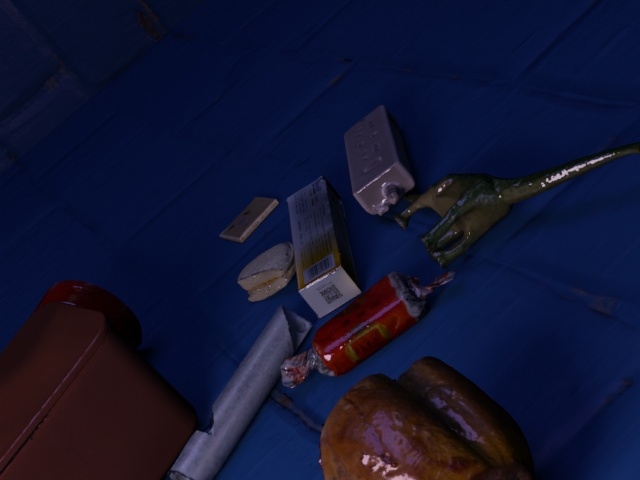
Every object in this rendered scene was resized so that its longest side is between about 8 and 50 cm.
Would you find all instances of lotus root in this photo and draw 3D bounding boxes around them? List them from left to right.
[{"bbox_3d":[0.124,0.224,1.005,0.188,0.199,0.180,-52,26,-13],"label":"lotus root"}]

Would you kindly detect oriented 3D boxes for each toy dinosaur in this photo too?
[{"bbox_3d":[0.255,-0.091,1.429,0.301,0.087,0.447,-43,22,3],"label":"toy dinosaur"}]

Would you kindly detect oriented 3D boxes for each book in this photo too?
[{"bbox_3d":[-0.137,-0.041,1.909,0.111,0.014,0.077,-48,29,-20],"label":"book"}]

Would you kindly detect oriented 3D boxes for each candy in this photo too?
[{"bbox_3d":[0.064,0.117,1.388,0.292,0.059,0.086,-36,29,5],"label":"candy"}]

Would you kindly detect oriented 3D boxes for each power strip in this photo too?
[{"bbox_3d":[0.099,-0.139,1.711,0.098,0.058,0.338,-35,23,14],"label":"power strip"}]

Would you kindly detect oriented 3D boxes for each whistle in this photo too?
[{"bbox_3d":[-0.110,0.222,1.429,0.062,0.062,0.312,-5,41,46],"label":"whistle"}]

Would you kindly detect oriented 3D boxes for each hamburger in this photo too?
[{"bbox_3d":[-0.077,0.045,1.656,0.121,0.054,0.084,-27,24,44],"label":"hamburger"}]

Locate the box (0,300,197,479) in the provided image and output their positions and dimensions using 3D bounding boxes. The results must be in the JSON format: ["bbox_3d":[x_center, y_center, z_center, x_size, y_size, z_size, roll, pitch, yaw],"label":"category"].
[{"bbox_3d":[-0.377,0.295,1.425,0.239,0.229,0.339,5,52,51],"label":"box"}]

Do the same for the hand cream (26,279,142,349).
[{"bbox_3d":[-0.416,0.174,1.718,0.193,0.193,0.125,-14,37,37],"label":"hand cream"}]

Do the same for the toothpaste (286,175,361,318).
[{"bbox_3d":[0.000,0.000,1.630,0.089,0.071,0.313,-33,28,13],"label":"toothpaste"}]
